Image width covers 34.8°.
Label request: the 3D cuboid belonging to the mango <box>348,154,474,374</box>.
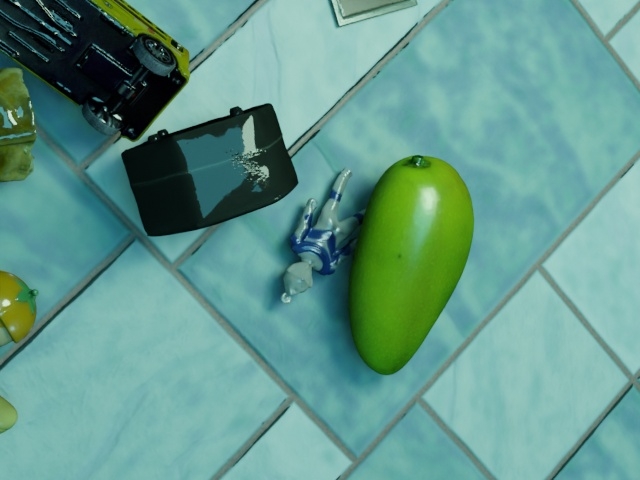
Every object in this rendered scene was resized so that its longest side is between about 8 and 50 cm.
[{"bbox_3d":[0.132,0.041,1.546,0.192,0.156,0.343,3,106,-49],"label":"mango"}]

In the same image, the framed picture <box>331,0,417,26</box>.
[{"bbox_3d":[0.064,-0.438,1.593,0.142,0.011,0.183,-20,97,-18],"label":"framed picture"}]

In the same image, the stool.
[{"bbox_3d":[-0.152,-0.101,1.416,0.232,0.232,0.141,-21,101,-18],"label":"stool"}]

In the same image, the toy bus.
[{"bbox_3d":[-0.340,-0.288,1.363,0.331,0.151,0.145,37,116,-21],"label":"toy bus"}]

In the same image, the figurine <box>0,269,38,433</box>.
[{"bbox_3d":[-0.487,0.109,1.357,0.222,0.124,0.324,-32,104,-19],"label":"figurine"}]

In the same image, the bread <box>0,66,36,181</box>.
[{"bbox_3d":[-0.512,-0.135,1.336,0.268,0.130,0.152,-12,98,-17],"label":"bread"}]

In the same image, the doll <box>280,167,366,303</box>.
[{"bbox_3d":[0.000,0.000,1.557,0.114,0.057,0.227,45,68,-21],"label":"doll"}]
